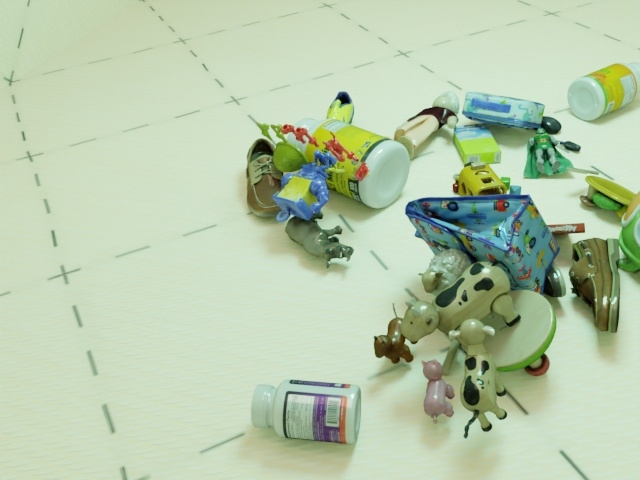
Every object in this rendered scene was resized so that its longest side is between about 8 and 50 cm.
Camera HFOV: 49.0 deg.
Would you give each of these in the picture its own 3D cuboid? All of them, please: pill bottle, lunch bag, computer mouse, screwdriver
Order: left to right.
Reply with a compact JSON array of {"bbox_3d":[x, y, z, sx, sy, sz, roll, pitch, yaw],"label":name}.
[{"bbox_3d":[-0.026,0.314,1.300,0.193,0.108,0.108,3,37,11],"label":"pill bottle"},{"bbox_3d":[0.066,-0.228,1.946,0.334,0.188,0.188,27,48,37],"label":"pill bottle"},{"bbox_3d":[0.330,-0.007,1.516,0.293,0.221,0.138,12,68,41],"label":"lunch bag"},{"bbox_3d":[0.550,-0.394,2.126,0.219,0.090,0.176,18,14,35],"label":"lunch bag"},{"bbox_3d":[0.653,-0.392,2.205,0.071,0.041,0.242,-29,42,-27],"label":"computer mouse"},{"bbox_3d":[0.705,-0.296,2.094,0.024,0.025,0.170,-25,32,-23],"label":"screwdriver"},{"bbox_3d":[0.909,-0.476,2.201,0.245,0.136,0.136,-24,40,-23],"label":"pill bottle"}]

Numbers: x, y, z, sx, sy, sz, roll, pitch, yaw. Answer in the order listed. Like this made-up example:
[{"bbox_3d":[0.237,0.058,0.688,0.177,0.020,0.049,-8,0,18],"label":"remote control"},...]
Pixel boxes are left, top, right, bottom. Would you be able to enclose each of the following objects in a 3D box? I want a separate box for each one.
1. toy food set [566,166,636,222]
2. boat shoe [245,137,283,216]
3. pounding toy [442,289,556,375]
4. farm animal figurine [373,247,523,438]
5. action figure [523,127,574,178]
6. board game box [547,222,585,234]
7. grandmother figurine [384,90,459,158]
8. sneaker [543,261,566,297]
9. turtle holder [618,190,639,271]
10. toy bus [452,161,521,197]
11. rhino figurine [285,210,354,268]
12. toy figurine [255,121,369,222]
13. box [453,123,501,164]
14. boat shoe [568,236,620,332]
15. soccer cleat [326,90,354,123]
[{"bbox_3d":[0.733,-0.107,1.801,0.128,0.071,0.218,-1,31,-35],"label":"toy food set"},{"bbox_3d":[-0.160,-0.181,1.974,0.123,0.116,0.324,-11,37,-7],"label":"boat shoe"},{"bbox_3d":[0.377,0.209,1.414,0.236,0.110,0.183,-17,38,37],"label":"pounding toy"},{"bbox_3d":[0.250,0.160,1.321,0.327,0.172,0.330,-47,37,-14],"label":"farm animal figurine"},{"bbox_3d":[0.643,-0.262,2.021,0.137,0.064,0.232,-2,33,11],"label":"action figure"},{"bbox_3d":[0.470,-0.022,1.684,0.281,0.027,0.145,-3,2,5],"label":"board game box"},{"bbox_3d":[0.330,-0.363,2.158,0.207,0.104,0.342,13,41,35],"label":"grandmother figurine"},{"bbox_3d":[0.450,0.078,1.584,0.118,0.083,0.222,-19,29,-10],"label":"sneaker"},{"bbox_3d":[0.816,-0.016,1.522,0.243,0.227,0.320,-16,38,-14],"label":"turtle holder"},{"bbox_3d":[0.419,-0.157,1.870,0.202,0.104,0.191,18,42,28],"label":"toy bus"},{"bbox_3d":[0.000,0.000,1.744,0.106,0.073,0.243,-19,36,-27],"label":"rhino figurine"},{"bbox_3d":[-0.075,-0.151,1.772,0.362,0.191,0.217,19,73,47],"label":"toy figurine"},{"bbox_3d":[0.462,-0.288,2.091,0.109,0.042,0.178,-5,36,0],"label":"box"},{"bbox_3d":[0.590,0.096,1.519,0.104,0.111,0.307,4,28,19],"label":"boat shoe"},{"bbox_3d":[0.042,-0.369,2.193,0.093,0.121,0.289,4,38,13],"label":"soccer cleat"}]
